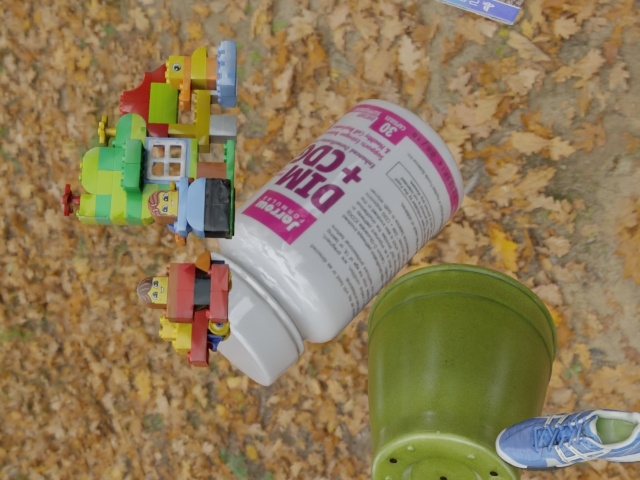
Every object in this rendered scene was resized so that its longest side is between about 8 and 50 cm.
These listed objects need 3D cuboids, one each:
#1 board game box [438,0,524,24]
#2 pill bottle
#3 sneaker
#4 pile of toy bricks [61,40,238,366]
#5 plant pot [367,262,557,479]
[{"bbox_3d":[0.253,-0.489,1.006,0.141,0.232,0.291,17,136,-5],"label":"board game box"},{"bbox_3d":[0.000,0.000,0.756,0.160,0.283,0.160,39,158,18],"label":"pill bottle"},{"bbox_3d":[0.340,0.259,1.006,0.211,0.081,0.080,-12,53,14],"label":"sneaker"},{"bbox_3d":[-0.107,-0.032,0.470,0.118,0.105,0.212,108,163,-73],"label":"pile of toy bricks"},{"bbox_3d":[0.235,0.292,1.326,0.366,0.353,0.366,7,127,10],"label":"plant pot"}]
